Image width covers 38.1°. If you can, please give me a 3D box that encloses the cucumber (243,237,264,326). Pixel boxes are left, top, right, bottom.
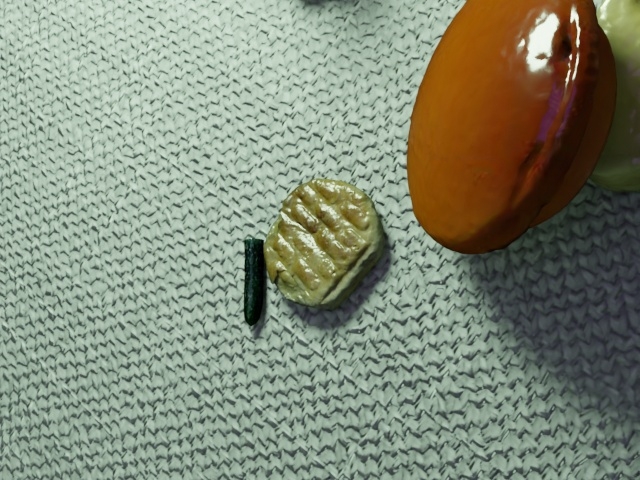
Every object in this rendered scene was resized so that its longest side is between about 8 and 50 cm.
[{"bbox_3d":[-0.101,0.064,1.401,0.032,0.032,0.133,-6,76,27],"label":"cucumber"}]

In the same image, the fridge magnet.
[{"bbox_3d":[0.221,-0.158,1.124,0.363,0.155,0.363,-167,90,-69],"label":"fridge magnet"}]

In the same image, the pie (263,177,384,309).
[{"bbox_3d":[0.000,0.000,1.352,0.195,0.046,0.195,-5,78,26],"label":"pie"}]

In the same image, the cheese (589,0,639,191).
[{"bbox_3d":[0.465,-0.265,1.120,0.384,0.104,0.384,-5,79,27],"label":"cheese"}]
